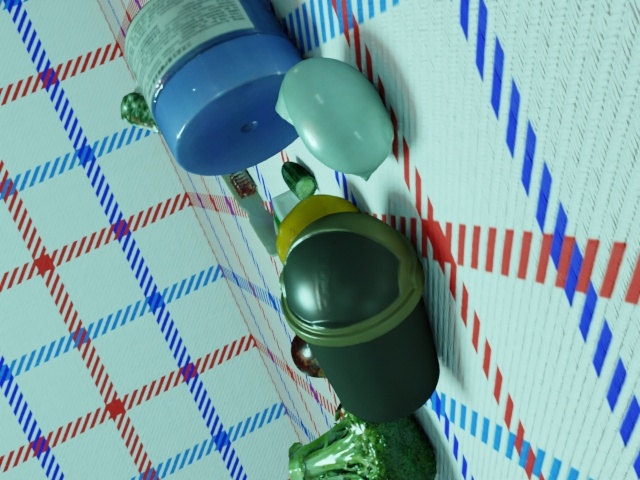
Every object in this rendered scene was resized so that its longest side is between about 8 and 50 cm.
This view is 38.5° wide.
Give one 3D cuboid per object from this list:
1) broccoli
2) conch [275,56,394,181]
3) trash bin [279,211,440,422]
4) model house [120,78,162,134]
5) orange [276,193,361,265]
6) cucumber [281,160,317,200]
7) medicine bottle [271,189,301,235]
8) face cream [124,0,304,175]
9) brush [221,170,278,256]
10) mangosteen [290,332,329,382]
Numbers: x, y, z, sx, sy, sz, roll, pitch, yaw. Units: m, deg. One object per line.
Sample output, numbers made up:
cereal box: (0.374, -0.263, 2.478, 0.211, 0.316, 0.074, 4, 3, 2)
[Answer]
broccoli: (0.083, 0.440, 1.771, 0.304, 0.284, 0.321, 71, -171, -76)
conch: (0.022, -0.155, 1.193, 0.185, 0.121, 0.221, 66, 175, -24)
trash bin: (0.058, 0.105, 1.357, 0.214, 0.214, 0.333, 51, 165, 48)
model house: (-0.215, -0.346, 1.677, 0.190, 0.271, 0.300, 16, 111, 30)
orange: (0.000, 0.000, 1.504, 0.136, 0.159, 0.159, 18, 135, 51)
cucumber: (-0.047, -0.118, 1.715, 0.105, 0.048, 0.048, 50, 161, 49)
medicine bottle: (-0.052, -0.019, 1.895, 0.119, 0.069, 0.183, 57, 167, 22)
face cream: (-0.155, -0.259, 1.424, 0.249, 0.249, 0.225, 95, 150, -67)
brush: (-0.165, -0.093, 2.244, 0.321, 0.060, 0.050, 57, 155, 30)
mangosteen: (0.029, 0.234, 1.946, 0.181, 0.156, 0.145, 30, 128, 17)
